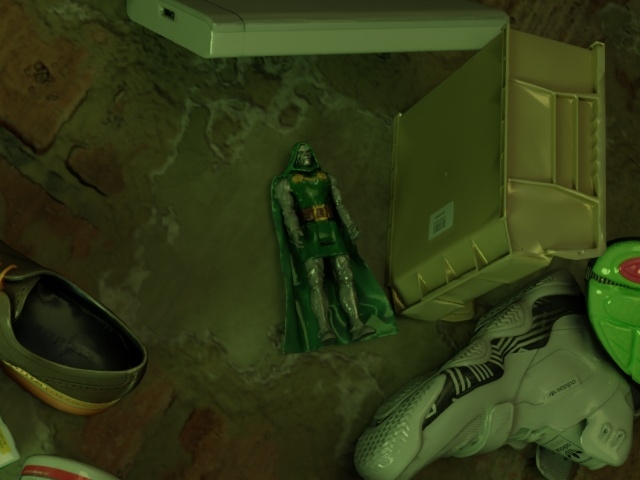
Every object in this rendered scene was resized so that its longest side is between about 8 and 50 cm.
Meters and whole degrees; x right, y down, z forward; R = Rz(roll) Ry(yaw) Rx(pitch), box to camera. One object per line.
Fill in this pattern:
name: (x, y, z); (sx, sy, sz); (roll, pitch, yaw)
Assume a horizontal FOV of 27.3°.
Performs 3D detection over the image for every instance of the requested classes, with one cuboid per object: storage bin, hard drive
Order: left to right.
hard drive: (-0.004, -0.246, 1.443); (0.353, 0.233, 0.047); (-5, 111, -28)
storage bin: (0.187, -0.061, 1.445); (0.123, 0.262, 0.260); (12, 68, -22)

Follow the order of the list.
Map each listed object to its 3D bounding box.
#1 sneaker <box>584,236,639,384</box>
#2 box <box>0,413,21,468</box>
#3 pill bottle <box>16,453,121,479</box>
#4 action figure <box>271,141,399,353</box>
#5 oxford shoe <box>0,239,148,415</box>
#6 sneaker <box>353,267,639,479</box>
sneaker: (0.463, 0.079, 1.575); (0.483, 0.202, 0.185); (13, 111, -39)
box: (-0.402, 0.204, 1.175); (0.244, 0.060, 0.100); (-23, 84, -31)
pill bottle: (-0.248, 0.295, 1.195); (0.108, 0.108, 0.180); (25, 64, -17)
action figure: (0.000, 0.000, 1.451); (0.137, 0.063, 0.232); (-7, 73, -25)
oxford shoe: (-0.320, 0.037, 1.231); (0.364, 0.133, 0.130); (28, 63, -16)
sneaker: (0.212, 0.199, 1.441); (0.366, 0.137, 0.210); (-37, 89, -35)
